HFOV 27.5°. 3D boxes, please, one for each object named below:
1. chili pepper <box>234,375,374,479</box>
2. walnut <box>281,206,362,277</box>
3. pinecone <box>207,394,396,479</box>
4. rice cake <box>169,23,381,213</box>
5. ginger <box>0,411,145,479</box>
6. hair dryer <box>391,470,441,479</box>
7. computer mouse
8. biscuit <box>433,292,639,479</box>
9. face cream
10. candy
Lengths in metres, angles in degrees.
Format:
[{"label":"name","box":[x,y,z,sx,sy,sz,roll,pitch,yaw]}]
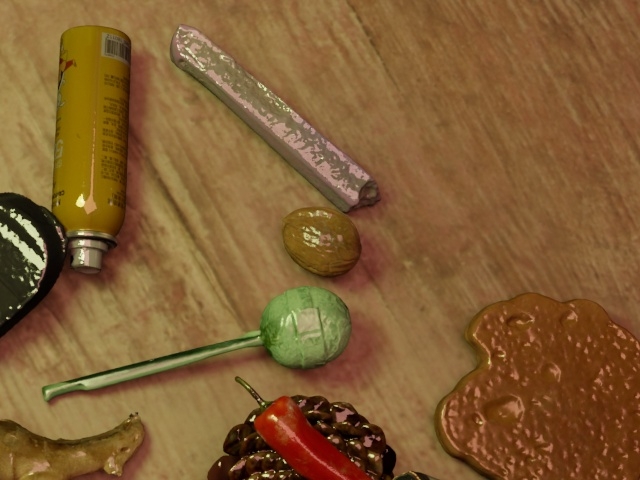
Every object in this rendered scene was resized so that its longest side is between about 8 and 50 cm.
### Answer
[{"label":"chili pepper","box":[-0.007,0.257,1.582,0.272,0.071,0.063,40,84,12]},{"label":"walnut","box":[0.000,0.000,1.895,0.124,0.105,0.105,28,72,-3]},{"label":"pinecone","box":[-0.016,0.325,1.733,0.264,0.264,0.264,3,75,-11]},{"label":"rice cake","box":[-0.073,-0.178,1.944,0.399,0.070,0.064,41,75,2]},{"label":"ginger","box":[-0.394,0.288,1.737,0.333,0.081,0.148,0,32,-24]},{"label":"hair dryer","box":[0.201,0.359,1.696,0.362,0.203,0.128,29,68,-44]},{"label":"computer mouse","box":[-0.476,0.062,1.790,0.295,0.087,0.168,-44,79,-4]},{"label":"biscuit","box":[0.339,0.232,1.925,0.351,0.057,0.312,8,73,-11]},{"label":"face cream","box":[-0.326,-0.126,1.859,0.105,0.105,0.349,2,75,-11]},{"label":"candy","box":[-0.171,0.158,1.831,0.439,0.119,0.119,-13,78,-6]}]
